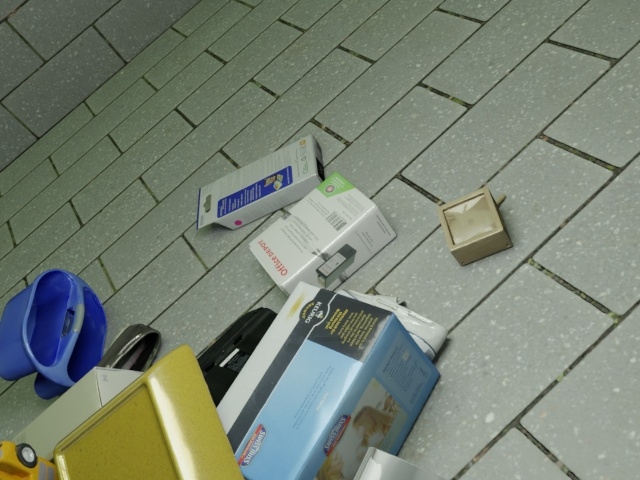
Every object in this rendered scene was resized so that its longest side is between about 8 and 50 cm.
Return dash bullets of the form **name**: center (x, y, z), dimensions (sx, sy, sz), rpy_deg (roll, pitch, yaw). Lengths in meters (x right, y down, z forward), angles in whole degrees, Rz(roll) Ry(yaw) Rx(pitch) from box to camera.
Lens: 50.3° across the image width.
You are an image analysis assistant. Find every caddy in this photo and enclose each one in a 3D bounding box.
- **caddy**: center (-0.668, 0.233, 1.735), dimensions (0.179, 0.241, 0.341), rpy_deg (-30, 41, 20)

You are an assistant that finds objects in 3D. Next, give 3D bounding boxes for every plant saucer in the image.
- **plant saucer**: center (-0.301, 0.382, 1.098), dimensions (0.333, 0.081, 0.332), rpy_deg (-40, 56, 14)

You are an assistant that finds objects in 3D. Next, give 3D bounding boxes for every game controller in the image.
- **game controller**: center (-0.176, 0.260, 1.426), dimensions (0.167, 0.067, 0.319), rpy_deg (21, 49, 32)

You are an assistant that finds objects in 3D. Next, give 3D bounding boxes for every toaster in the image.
- **toaster**: center (0.117, 0.403, 1.004), dimensions (0.168, 0.185, 0.110), rpy_deg (19, 58, 16)

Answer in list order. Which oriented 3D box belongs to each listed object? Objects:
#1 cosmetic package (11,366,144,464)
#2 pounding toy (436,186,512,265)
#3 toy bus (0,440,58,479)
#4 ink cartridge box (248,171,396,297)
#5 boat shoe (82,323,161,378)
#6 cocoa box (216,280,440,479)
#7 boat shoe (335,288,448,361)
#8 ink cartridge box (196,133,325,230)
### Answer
- **cosmetic package**: center (-0.469, 0.384, 1.375), dimensions (0.309, 0.160, 0.113), rpy_deg (-39, 54, 26)
- **pounding toy**: center (0.319, -0.037, 1.375), dimensions (0.130, 0.100, 0.141), rpy_deg (-23, 53, 18)
- **toy bus**: center (-0.511, 0.508, 1.284), dimensions (0.108, 0.332, 0.130), rpy_deg (-32, 40, 8)
- **ink cartridge box**: center (0.000, 0.000, 1.546), dimensions (0.273, 0.114, 0.198), rpy_deg (-40, 40, -2)
- **boat shoe**: center (-0.489, 0.338, 1.600), dimensions (0.096, 0.112, 0.335), rpy_deg (-4, 47, 40)
- **cocoa box**: center (0.005, 0.290, 1.182), dimensions (0.228, 0.231, 0.347), rpy_deg (15, 63, 42)
- **boat shoe**: center (0.137, 0.151, 1.336), dimensions (0.258, 0.095, 0.084), rpy_deg (30, 70, 37)
- **ink cartridge box**: center (-0.165, -0.143, 1.841), dimensions (0.371, 0.069, 0.175), rpy_deg (-22, 43, 15)
